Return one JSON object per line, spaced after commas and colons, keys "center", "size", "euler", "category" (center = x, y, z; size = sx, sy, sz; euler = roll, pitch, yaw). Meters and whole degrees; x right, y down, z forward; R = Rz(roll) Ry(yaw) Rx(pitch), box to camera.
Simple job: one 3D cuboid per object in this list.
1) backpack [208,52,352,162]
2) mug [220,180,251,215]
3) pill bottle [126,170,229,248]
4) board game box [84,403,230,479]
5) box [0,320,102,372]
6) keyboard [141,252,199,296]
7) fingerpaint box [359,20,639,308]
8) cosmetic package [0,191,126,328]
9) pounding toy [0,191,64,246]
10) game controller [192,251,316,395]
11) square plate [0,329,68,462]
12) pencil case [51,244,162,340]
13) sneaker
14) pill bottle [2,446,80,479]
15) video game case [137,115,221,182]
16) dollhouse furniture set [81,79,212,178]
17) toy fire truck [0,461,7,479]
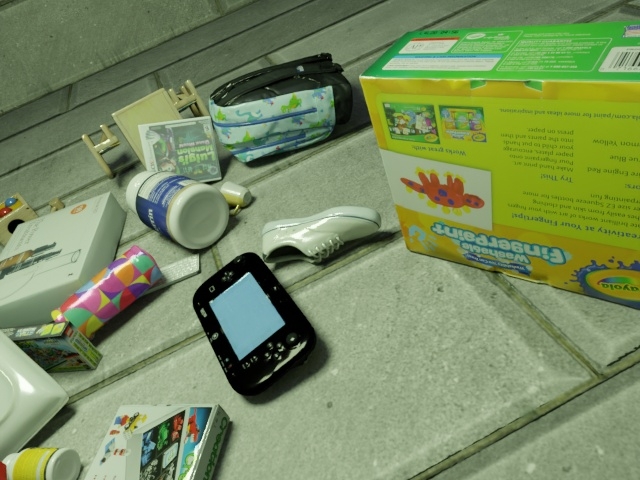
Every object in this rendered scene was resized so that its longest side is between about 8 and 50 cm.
{"center": [-0.124, -0.364, 1.400], "size": [0.355, 0.273, 0.290], "euler": [-8, 38, -17], "category": "backpack"}
{"center": [-0.209, -0.105, 1.277], "size": [0.064, 0.078, 0.062], "euler": [15, 18, 27], "category": "mug"}
{"center": [-0.356, -0.085, 1.237], "size": [0.264, 0.153, 0.153], "euler": [21, 55, 42], "category": "pill bottle"}
{"center": [-0.265, 0.383, 0.726], "size": [0.192, 0.053, 0.305], "euler": [-7, 41, 20], "category": "board game box"}
{"center": [-0.556, 0.216, 1.013], "size": [0.206, 0.114, 0.036], "euler": [-9, 41, 18], "category": "box"}
{"center": [-0.393, 0.096, 1.155], "size": [0.256, 0.014, 0.072], "euler": [-22, 38, 0], "category": "keyboard"}
{"center": [0.322, -0.116, 0.770], "size": [0.444, 0.371, 0.163], "euler": [15, 52, 38], "category": "fingerpaint box"}
{"center": [-0.662, 0.050, 1.268], "size": [0.284, 0.097, 0.377], "euler": [-18, 37, 2], "category": "cosmetic package"}
{"center": [-0.893, -0.082, 1.539], "size": [0.206, 0.094, 0.181], "euler": [-41, 42, -21], "category": "pounding toy"}
{"center": [-0.132, 0.140, 0.935], "size": [0.166, 0.067, 0.319], "euler": [-31, 39, -11], "category": "game controller"}
{"center": [-0.690, 0.299, 0.888], "size": [0.347, 0.049, 0.344], "euler": [35, 68, 15], "category": "square plate"}
{"center": [-0.448, 0.115, 1.078], "size": [0.236, 0.104, 0.104], "euler": [-44, 43, -18], "category": "pencil case"}
{"center": [0.000, 0.000, 1.033], "size": [0.258, 0.094, 0.091], "euler": [-11, 58, 21], "category": "sneaker"}
{"center": [-0.457, 0.370, 0.824], "size": [0.116, 0.065, 0.065], "euler": [-8, 41, 17], "category": "pill bottle"}
{"center": [-0.375, -0.235, 1.368], "size": [0.190, 0.173, 0.022], "euler": [-12, 13, -19], "category": "video game case"}
{"center": [-0.487, -0.288, 1.543], "size": [0.362, 0.257, 0.394], "euler": [-33, 19, -14], "category": "dollhouse furniture set"}
{"center": [-0.524, 0.420, 0.741], "size": [0.192, 0.135, 0.047], "euler": [-34, 40, -14], "category": "toy fire truck"}
